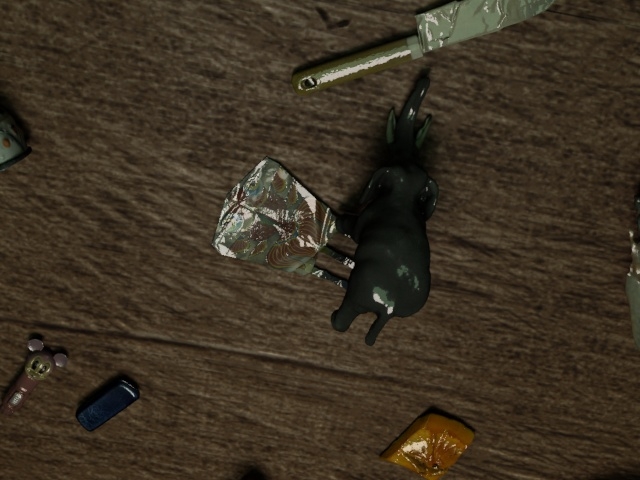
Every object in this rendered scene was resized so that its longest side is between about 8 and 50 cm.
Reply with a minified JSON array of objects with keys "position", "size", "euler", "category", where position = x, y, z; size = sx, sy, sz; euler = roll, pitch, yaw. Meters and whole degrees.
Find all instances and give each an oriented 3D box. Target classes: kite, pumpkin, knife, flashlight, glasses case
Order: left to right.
[{"position":[-0.341,0.164,1.419],"size":[0.052,0.031,0.110],"euler":[33,113,-15],"category":"flashlight"},{"position":[-0.252,0.191,1.435],"size":[0.083,0.023,0.033],"euler":[-36,106,16],"category":"glasses case"},{"position":[0.000,0.002,1.337],"size":[0.229,0.016,0.127],"euler":[24,118,-10],"category":"kite"},{"position":[0.127,0.251,1.449],"size":[0.073,0.035,0.101],"euler":[33,116,-11],"category":"pumpkin"},{"position":[0.109,-0.209,1.224],"size":[0.298,0.017,0.047],"euler":[-16,109,10],"category":"knife"}]

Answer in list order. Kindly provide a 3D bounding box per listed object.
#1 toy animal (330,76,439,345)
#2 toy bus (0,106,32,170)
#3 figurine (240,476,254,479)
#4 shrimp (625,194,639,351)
[{"position":[0.071,-0.023,1.259],"size":[0.082,0.137,0.269],"euler":[13,73,-15],"category":"toy animal"},{"position":[-0.402,-0.089,1.264],"size":[0.194,0.087,0.089],"euler":[-16,106,11],"category":"toy bus"},{"position":[0.038,0.439,1.470],"size":[0.382,0.186,0.261],"euler":[37,102,-10],"category":"figurine"},{"position":[0.444,0.041,1.314],"size":[0.247,0.085,0.360],"euler":[-30,116,6],"category":"shrimp"}]
